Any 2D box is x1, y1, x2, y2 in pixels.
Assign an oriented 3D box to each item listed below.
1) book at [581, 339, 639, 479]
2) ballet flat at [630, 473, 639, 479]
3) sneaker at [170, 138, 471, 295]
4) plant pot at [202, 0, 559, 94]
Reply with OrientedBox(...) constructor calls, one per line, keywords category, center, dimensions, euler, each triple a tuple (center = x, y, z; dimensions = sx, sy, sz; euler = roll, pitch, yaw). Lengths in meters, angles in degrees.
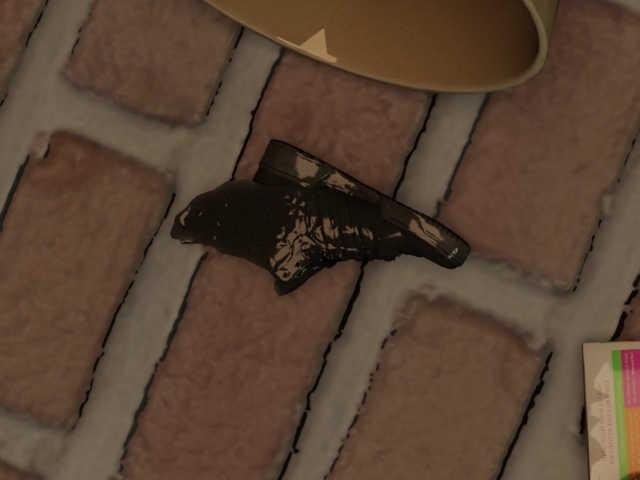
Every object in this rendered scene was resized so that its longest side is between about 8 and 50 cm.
OrientedBox(category="book", center=(0.232, 0.105, 1.043), dimensions=(0.144, 0.035, 0.096), euler=(-2, 86, 6))
OrientedBox(category="ballet flat", center=(0.244, 0.214, 1.023), dimensions=(0.206, 0.073, 0.067), euler=(42, 134, -7))
OrientedBox(category="sneaker", center=(0.000, 0.000, 1.064), dimensions=(0.170, 0.051, 0.089), euler=(29, 93, 11))
OrientedBox(category="plant pot", center=(0.054, -0.263, 0.981), dimensions=(0.256, 0.256, 0.274), euler=(22, 75, 6))
